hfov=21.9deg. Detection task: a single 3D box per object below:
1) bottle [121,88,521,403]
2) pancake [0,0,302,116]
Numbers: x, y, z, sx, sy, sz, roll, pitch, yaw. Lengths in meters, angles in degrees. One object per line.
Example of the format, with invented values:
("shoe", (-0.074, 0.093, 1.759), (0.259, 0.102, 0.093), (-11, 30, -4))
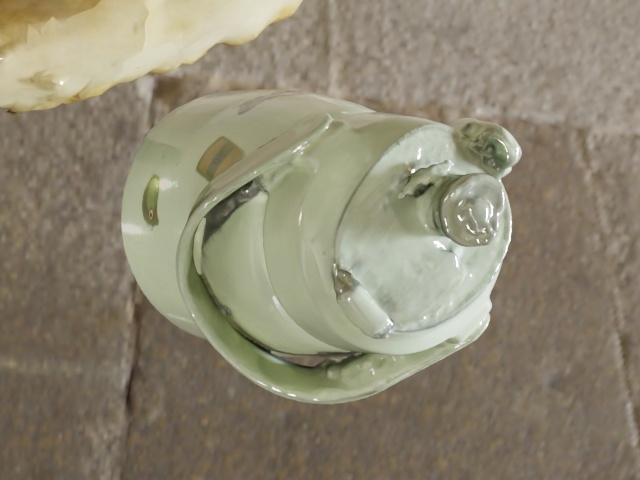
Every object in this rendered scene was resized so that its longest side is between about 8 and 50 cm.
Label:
("bottle", (0.000, 0.000, 1.203), (0.229, 0.229, 0.351), (-12, 10, -25))
("pancake", (-0.121, -0.177, 0.615), (0.356, 0.065, 0.356), (4, 49, -4))
